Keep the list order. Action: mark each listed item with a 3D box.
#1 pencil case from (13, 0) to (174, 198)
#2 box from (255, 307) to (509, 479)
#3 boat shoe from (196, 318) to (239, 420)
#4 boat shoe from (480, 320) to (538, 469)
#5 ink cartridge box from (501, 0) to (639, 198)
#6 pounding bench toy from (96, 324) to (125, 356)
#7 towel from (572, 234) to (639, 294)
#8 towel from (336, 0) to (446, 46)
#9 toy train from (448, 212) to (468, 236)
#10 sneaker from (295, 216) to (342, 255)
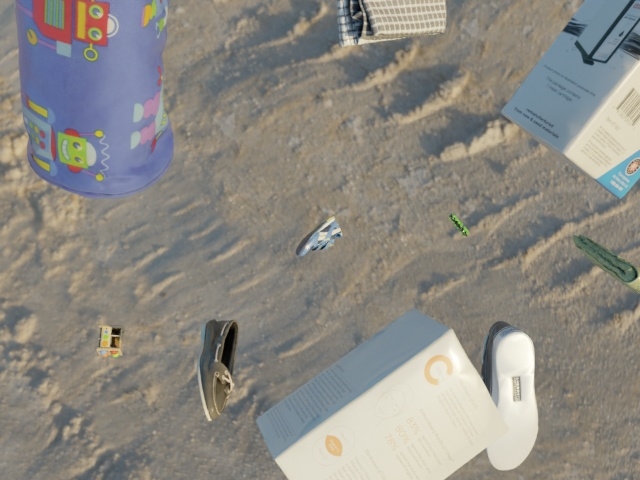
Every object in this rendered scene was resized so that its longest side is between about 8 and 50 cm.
[{"bbox_3d":[-0.155,-0.182,0.486,0.119,0.306,0.133,15,38,-1],"label":"pencil case"},{"bbox_3d":[0.101,0.309,1.146,0.345,0.215,0.168,-33,14,-9],"label":"box"},{"bbox_3d":[-0.257,0.315,1.749,0.095,0.112,0.335,-14,33,1],"label":"boat shoe"},{"bbox_3d":[0.372,0.314,1.387,0.108,0.102,0.301,-5,102,-7],"label":"boat shoe"},{"bbox_3d":[0.283,-0.156,0.606,0.203,0.148,0.086,-54,49,15],"label":"ink cartridge box"},{"bbox_3d":[-0.473,0.233,1.537,0.052,0.083,0.065,3,68,-9],"label":"pounding bench toy"},{"bbox_3d":[0.414,0.045,0.925,0.027,0.110,0.148,-55,22,10],"label":"towel"},{"bbox_3d":[0.164,-0.561,1.497,0.283,0.235,0.121,-20,22,-38],"label":"towel"},{"bbox_3d":[0.385,-0.045,1.887,0.017,0.083,0.024,-29,22,35],"label":"toy train"},{"bbox_3d":[0.000,0.000,1.628,0.144,0.059,0.053,-40,9,-32],"label":"sneaker"}]
